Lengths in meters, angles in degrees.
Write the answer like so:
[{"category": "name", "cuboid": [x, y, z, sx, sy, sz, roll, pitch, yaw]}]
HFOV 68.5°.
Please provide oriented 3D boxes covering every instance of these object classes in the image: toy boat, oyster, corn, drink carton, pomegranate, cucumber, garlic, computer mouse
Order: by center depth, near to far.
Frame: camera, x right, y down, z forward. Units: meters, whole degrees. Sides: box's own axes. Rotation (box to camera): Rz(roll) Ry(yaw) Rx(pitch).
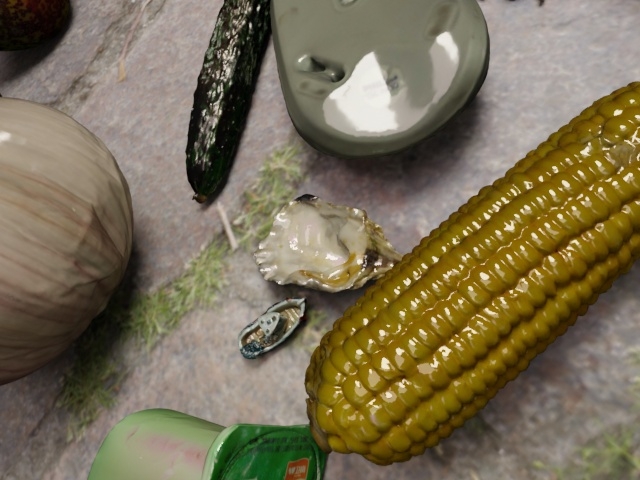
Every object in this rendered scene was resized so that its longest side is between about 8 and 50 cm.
[{"category": "corn", "cuboid": [0.133, 0.028, 0.346, 0.363, 0.120, 0.120, -41, 62, 3]}, {"category": "drink carton", "cuboid": [-0.096, 0.205, 0.370, 0.143, 0.146, 0.143, 1, 72, 31]}, {"category": "toy boat", "cuboid": [-0.045, 0.080, 0.445, 0.083, 0.038, 0.038, -39, 62, 6]}, {"category": "oyster", "cuboid": [0.000, 0.000, 0.450, 0.146, 0.045, 0.121, -26, 67, 20]}, {"category": "garlic", "cuboid": [-0.337, 0.004, 0.477, 0.318, 0.259, 0.317, -26, 38, 22]}, {"category": "computer mouse", "cuboid": [0.047, -0.218, 0.483, 0.198, 0.095, 0.330, -19, 57, 14]}, {"category": "cucumber", "cuboid": [-0.111, -0.185, 0.551, 0.068, 0.067, 0.293, 7, 75, 24]}, {"category": "pomegranate", "cuboid": [-0.493, -0.408, 0.687, 0.215, 0.247, 0.214, 4, 56, -6]}]

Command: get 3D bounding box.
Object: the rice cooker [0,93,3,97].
[{"category": "rice cooker", "cuboid": [-0.586, -0.182, 0.655, 0.242, 0.226, 0.280, -23, 50, -5]}]
